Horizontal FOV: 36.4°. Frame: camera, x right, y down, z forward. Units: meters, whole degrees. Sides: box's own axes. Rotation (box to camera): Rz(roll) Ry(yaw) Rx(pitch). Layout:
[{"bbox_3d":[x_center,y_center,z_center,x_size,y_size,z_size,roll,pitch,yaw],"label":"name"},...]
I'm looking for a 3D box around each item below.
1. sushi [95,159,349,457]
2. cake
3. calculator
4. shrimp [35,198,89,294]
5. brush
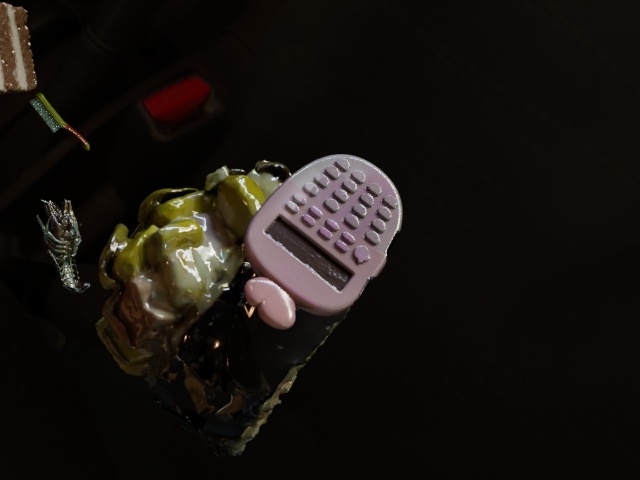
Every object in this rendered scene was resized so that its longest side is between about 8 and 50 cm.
[{"bbox_3d":[-0.126,0.076,1.260,0.285,0.328,0.328,35,73,4],"label":"sushi"},{"bbox_3d":[-0.472,-0.251,1.308,0.135,0.147,0.134,-4,108,4],"label":"cake"},{"bbox_3d":[0.000,0.000,0.745,0.103,0.024,0.166,39,61,1],"label":"calculator"},{"bbox_3d":[-0.461,0.012,1.724,0.076,0.082,0.174,-9,93,42],"label":"shrimp"},{"bbox_3d":[-0.288,-0.126,1.077,0.021,0.019,0.083,-45,121,-8],"label":"brush"}]
